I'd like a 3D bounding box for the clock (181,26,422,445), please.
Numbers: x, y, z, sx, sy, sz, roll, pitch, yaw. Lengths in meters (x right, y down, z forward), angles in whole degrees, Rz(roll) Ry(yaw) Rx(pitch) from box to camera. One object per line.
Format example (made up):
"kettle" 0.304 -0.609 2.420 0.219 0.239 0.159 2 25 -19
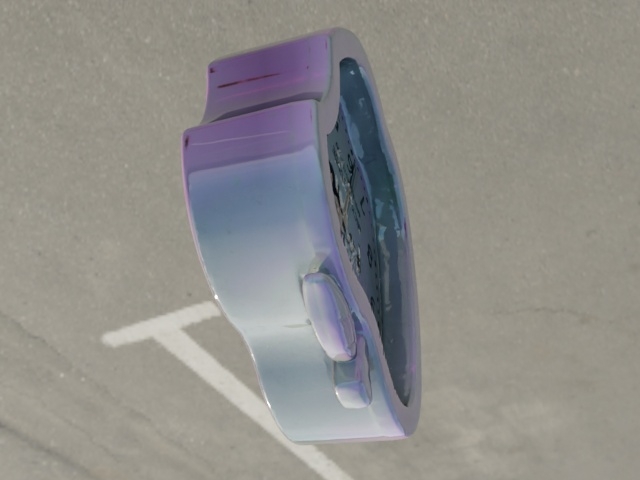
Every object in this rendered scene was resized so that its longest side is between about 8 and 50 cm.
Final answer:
"clock" 0.000 0.000 0.740 0.102 0.338 0.338 -10 143 14
